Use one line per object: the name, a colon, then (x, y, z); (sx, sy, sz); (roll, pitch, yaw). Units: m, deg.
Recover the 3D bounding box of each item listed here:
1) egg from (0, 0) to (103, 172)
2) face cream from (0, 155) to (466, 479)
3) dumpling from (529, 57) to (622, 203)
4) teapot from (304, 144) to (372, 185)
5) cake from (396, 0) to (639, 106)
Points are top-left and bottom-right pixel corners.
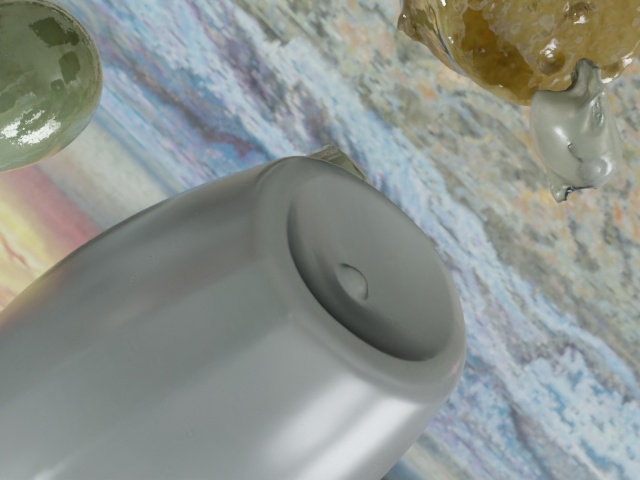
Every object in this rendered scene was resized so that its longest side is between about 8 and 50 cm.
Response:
egg: (-0.425, -0.198, 1.209); (0.218, 0.295, 0.218); (32, 143, 28)
face cream: (-0.096, 0.110, 0.597); (0.220, 0.357, 0.312); (59, -153, 12)
dumpling: (0.281, -0.128, 1.027); (0.176, 0.092, 0.150); (55, -153, -42)
teapot: (-0.005, -0.003, 1.292); (0.222, 0.178, 0.163); (65, 167, -13)
cake: (0.253, -0.368, 1.224); (0.332, 0.332, 0.321); (45, -171, -29)
